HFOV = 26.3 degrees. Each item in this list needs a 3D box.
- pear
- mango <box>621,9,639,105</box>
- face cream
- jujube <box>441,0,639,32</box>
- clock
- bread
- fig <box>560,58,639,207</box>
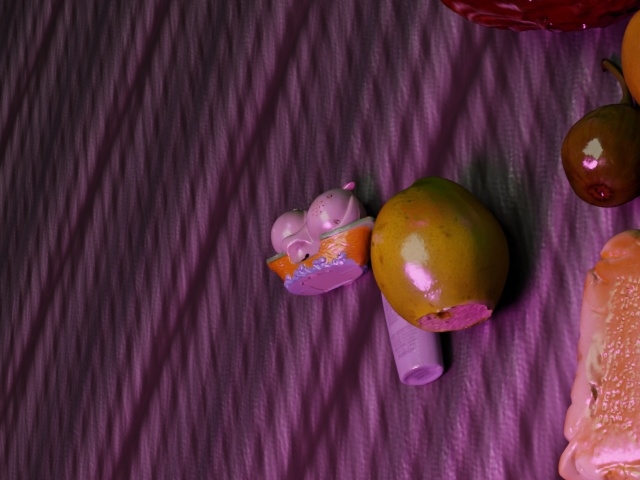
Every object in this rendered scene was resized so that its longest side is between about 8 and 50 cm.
[{"bbox_3d":[0.155,0.012,1.838,0.187,0.188,0.219,-33,59,37],"label":"pear"},{"bbox_3d":[0.432,-0.204,1.667,0.130,0.092,0.194,-16,59,30],"label":"mango"},{"bbox_3d":[0.128,0.103,1.938,0.084,0.057,0.198,-33,51,37],"label":"face cream"},{"bbox_3d":[0.292,-0.398,1.793,0.377,0.258,0.258,10,84,55],"label":"jujube"},{"bbox_3d":[0.000,0.000,2.090,0.231,0.103,0.144,-25,56,39],"label":"clock"},{"bbox_3d":[0.381,0.139,1.576,0.173,0.121,0.311,1,74,44],"label":"bread"},{"bbox_3d":[0.372,-0.146,1.735,0.124,0.124,0.236,-29,32,40],"label":"fig"}]
